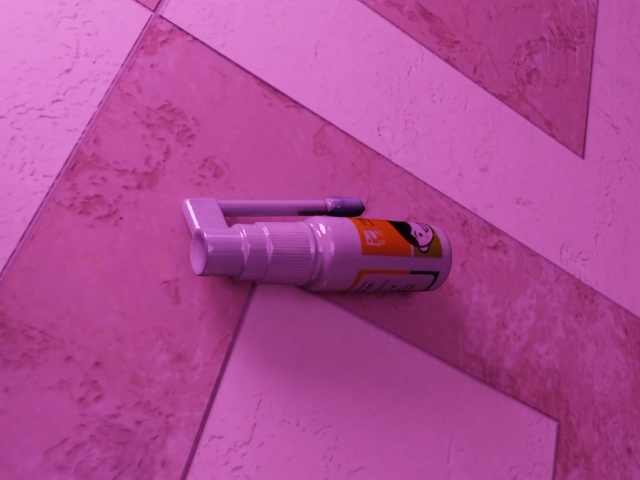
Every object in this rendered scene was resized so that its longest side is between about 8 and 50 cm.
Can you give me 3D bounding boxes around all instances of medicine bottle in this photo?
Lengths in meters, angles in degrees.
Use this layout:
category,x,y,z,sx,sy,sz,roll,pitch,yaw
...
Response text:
category,x,y,z,sx,sy,sz,roll,pitch,yaw
medicine bottle,0.000,0.000,0.585,0.221,0.061,0.092,2,45,-32
